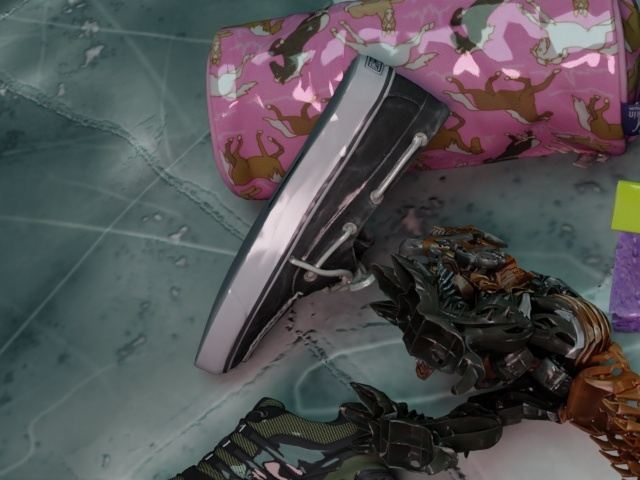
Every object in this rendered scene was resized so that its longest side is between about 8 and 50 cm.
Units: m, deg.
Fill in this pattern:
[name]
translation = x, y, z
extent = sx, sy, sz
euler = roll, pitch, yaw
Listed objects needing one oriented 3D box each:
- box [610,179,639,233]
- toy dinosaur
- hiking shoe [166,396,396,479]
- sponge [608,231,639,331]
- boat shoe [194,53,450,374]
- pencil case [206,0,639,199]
[box]
translation = 0.317, -0.010, 0.984
extent = 0.178, 0.109, 0.042
euler = 11, 93, 28
[toy dinosaur]
translation = 0.145, 0.078, 0.988
extent = 0.218, 0.164, 0.322
euler = -7, 13, -29
[hiking shoe]
translation = -0.054, 0.186, 1.053
extent = 0.226, 0.086, 0.114
euler = -10, 44, 3
[sponge]
translation = 0.339, 0.018, 1.046
extent = 0.210, 0.031, 0.117
euler = 0, 55, 22
[boat shoe]
translation = 0.000, -0.002, 1.102
extent = 0.306, 0.105, 0.113
euler = -59, 7, 14
[pencil case]
translation = 0.090, -0.133, 1.163
extent = 0.386, 0.160, 0.167
euler = -6, 75, 17
